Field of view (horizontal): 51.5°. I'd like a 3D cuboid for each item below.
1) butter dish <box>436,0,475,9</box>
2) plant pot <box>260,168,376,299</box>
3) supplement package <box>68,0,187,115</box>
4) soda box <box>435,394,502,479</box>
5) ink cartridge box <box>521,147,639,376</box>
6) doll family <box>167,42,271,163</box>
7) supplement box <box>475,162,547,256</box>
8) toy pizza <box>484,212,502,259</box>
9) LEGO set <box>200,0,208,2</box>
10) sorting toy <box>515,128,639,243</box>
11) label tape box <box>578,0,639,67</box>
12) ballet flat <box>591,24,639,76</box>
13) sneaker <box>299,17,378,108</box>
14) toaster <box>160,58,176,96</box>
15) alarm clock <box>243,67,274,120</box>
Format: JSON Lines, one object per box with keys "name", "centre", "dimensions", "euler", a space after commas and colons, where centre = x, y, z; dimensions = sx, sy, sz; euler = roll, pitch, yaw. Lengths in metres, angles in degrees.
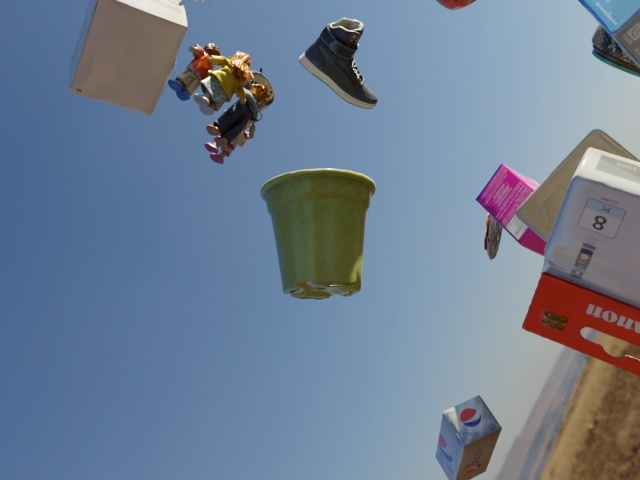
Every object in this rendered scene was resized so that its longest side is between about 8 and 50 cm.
{"name": "butter dish", "centre": [0.327, -0.618, 1.612], "dimensions": [0.159, 0.160, 0.118], "euler": [25, -109, -30]}
{"name": "plant pot", "centre": [0.000, 0.000, 1.549], "dimensions": [0.276, 0.276, 0.254], "euler": [38, -134, -67]}
{"name": "supplement package", "centre": [-0.458, -0.464, 1.570], "dimensions": [0.204, 0.145, 0.262], "euler": [13, -50, -28]}
{"name": "soda box", "centre": [0.335, 0.470, 1.531], "dimensions": [0.098, 0.091, 0.286], "euler": [-23, -36, -11]}
{"name": "ink cartridge box", "centre": [0.473, 0.085, 0.963], "dimensions": [0.091, 0.308, 0.385], "euler": [-49, -27, -42]}
{"name": "doll family", "centre": [-0.176, -0.283, 1.344], "dimensions": [0.163, 0.118, 0.263], "euler": [-56, -38, -29]}
{"name": "supplement box", "centre": [0.464, -0.067, 1.490], "dimensions": [0.111, 0.220, 0.114], "euler": [22, -67, -27]}
{"name": "toy pizza", "centre": [0.459, -0.048, 1.752], "dimensions": [0.201, 0.032, 0.201], "euler": [10, -90, -69]}
{"name": "LEGO set", "centre": [-0.252, -0.696, 1.653], "dimensions": [0.107, 0.287, 0.132], "euler": [-13, -81, -23]}
{"name": "sorting toy", "centre": [0.474, -0.057, 1.136], "dimensions": [0.208, 0.193, 0.038], "euler": [-52, -9, 30]}
{"name": "label tape box", "centre": [0.602, -0.470, 1.065], "dimensions": [0.347, 0.115, 0.249], "euler": [-42, 27, 28]}
{"name": "ballet flat", "centre": [0.774, -0.353, 1.328], "dimensions": [0.182, 0.482, 0.164], "euler": [-58, 19, 29]}
{"name": "sneaker", "centre": [0.083, -0.436, 1.621], "dimensions": [0.163, 0.226, 0.086], "euler": [-46, 20, 32]}
{"name": "toaster", "centre": [-0.468, -0.489, 1.778], "dimensions": [0.227, 0.129, 0.146], "euler": [98, -178, -53]}
{"name": "alarm clock", "centre": [-0.209, -0.477, 2.174], "dimensions": [0.129, 0.064, 0.192], "euler": [17, -120, -42]}
